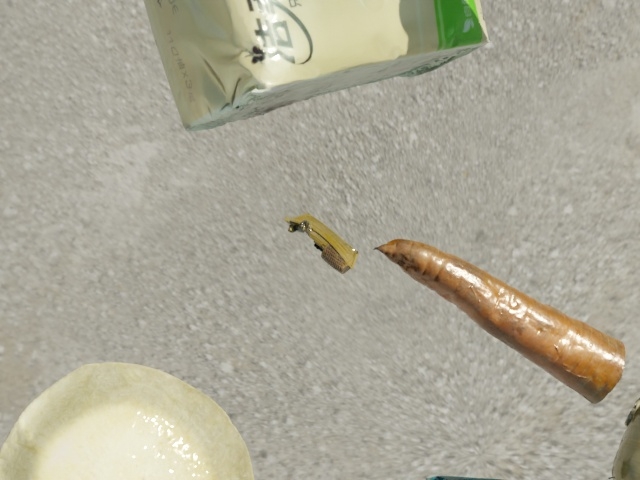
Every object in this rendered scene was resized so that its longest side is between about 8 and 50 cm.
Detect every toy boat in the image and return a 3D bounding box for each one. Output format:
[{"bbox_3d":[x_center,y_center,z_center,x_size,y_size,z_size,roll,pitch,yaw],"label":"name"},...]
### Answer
[{"bbox_3d":[0.000,0.000,1.476,0.149,0.047,0.049,38,84,22],"label":"toy boat"}]

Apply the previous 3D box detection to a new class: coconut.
[{"bbox_3d":[-0.156,0.196,0.684,0.202,0.222,0.202,3,76,-12],"label":"coconut"}]

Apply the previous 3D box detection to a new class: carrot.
[{"bbox_3d":[0.145,0.053,0.706,0.224,0.057,0.057,31,83,-6],"label":"carrot"}]

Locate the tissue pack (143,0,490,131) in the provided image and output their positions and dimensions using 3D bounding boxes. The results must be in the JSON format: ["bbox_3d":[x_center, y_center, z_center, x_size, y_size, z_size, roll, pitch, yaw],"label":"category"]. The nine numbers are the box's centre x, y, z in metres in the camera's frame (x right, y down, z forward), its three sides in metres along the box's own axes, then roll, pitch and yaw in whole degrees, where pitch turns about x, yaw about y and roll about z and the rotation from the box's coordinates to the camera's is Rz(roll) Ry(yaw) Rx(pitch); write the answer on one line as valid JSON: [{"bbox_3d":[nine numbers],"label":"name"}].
[{"bbox_3d":[-0.029,-0.350,0.893,0.332,0.205,0.404,-20,96,-32],"label":"tissue pack"}]

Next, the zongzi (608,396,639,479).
[{"bbox_3d":[0.327,0.177,0.634,0.195,0.197,0.099,10,79,35],"label":"zongzi"}]

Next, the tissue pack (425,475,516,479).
[{"bbox_3d":[0.114,0.205,0.426,0.082,0.120,0.169,-43,106,-34],"label":"tissue pack"}]
